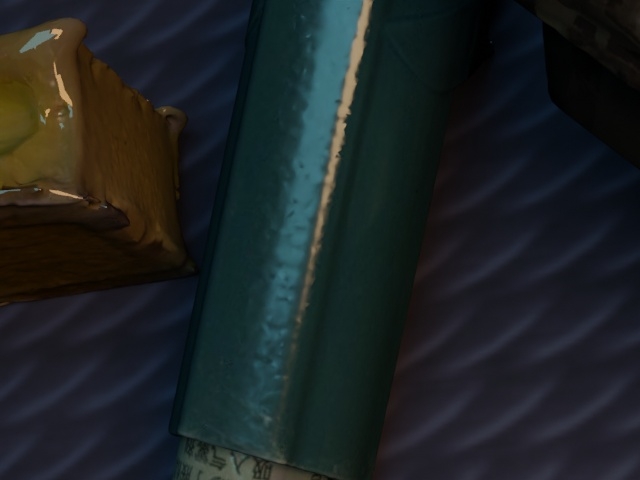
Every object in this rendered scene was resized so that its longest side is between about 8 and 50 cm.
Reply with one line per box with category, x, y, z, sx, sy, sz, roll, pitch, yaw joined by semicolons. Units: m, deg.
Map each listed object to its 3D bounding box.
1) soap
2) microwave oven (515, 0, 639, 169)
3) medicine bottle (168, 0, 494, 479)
soap;-0.176;-0.013;0.761;0.233;0.135;0.076;-12;73;13
microwave oven;0.254;-0.080;0.555;0.355;0.218;0.286;41;105;22
medicine bottle;0.000;0.000;0.728;0.079;0.124;0.258;13;92;16
